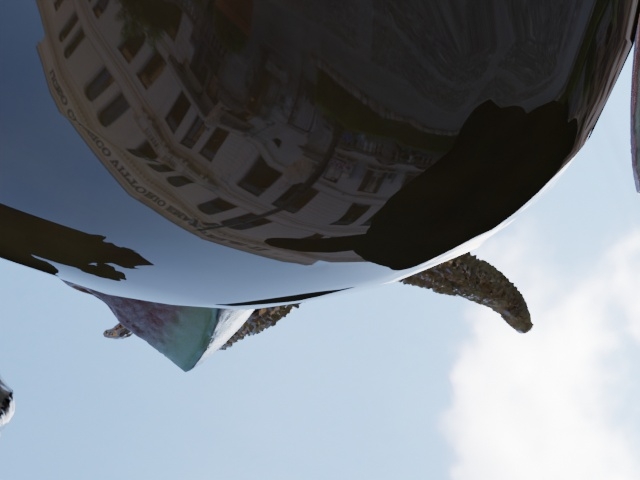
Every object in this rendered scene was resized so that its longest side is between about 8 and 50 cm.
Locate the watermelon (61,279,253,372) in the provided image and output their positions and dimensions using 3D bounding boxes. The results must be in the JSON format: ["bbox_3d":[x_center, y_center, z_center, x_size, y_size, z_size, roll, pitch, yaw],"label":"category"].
[{"bbox_3d":[-0.107,-0.089,1.110,0.226,0.148,0.318,-1,-118,-23],"label":"watermelon"}]

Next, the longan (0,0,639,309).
[{"bbox_3d":[-0.046,-0.179,0.611,0.404,0.404,0.336,62,-158,-4],"label":"longan"}]

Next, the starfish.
[{"bbox_3d":[-0.026,0.002,1.354,0.084,0.294,0.301,-100,-16,-53],"label":"starfish"}]

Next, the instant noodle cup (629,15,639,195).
[{"bbox_3d":[0.386,-0.142,1.493,0.243,0.231,0.243,7,-90,-73],"label":"instant noodle cup"}]

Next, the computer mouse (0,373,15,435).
[{"bbox_3d":[-0.275,0.126,0.967,0.203,0.114,0.374,34,-168,0],"label":"computer mouse"}]
